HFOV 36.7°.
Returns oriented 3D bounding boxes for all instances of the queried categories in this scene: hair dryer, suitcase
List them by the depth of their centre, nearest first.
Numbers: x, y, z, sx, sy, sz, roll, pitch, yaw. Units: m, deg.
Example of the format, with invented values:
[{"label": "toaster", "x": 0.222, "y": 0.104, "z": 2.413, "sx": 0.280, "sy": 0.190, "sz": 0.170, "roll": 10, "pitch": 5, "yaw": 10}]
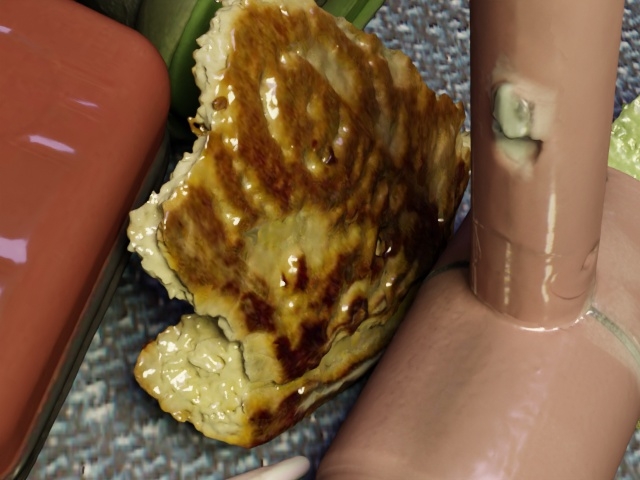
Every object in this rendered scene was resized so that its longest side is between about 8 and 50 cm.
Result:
[{"label": "hair dryer", "x": 0.077, "y": -0.005, "z": 0.397, "sx": 0.125, "sy": 0.352, "sz": 0.210, "roll": 18, "pitch": 54, "yaw": 26}, {"label": "suitcase", "x": -0.228, "y": -0.026, "z": 0.404, "sx": 0.297, "sy": 0.161, "sz": 0.236, "roll": 22, "pitch": 58, "yaw": -5}]

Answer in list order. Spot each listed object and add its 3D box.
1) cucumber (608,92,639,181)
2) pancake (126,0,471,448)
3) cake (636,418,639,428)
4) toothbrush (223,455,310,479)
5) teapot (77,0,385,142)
[{"label": "cucumber", "x": 0.290, "y": -0.019, "z": 0.595, "sx": 0.244, "sy": 0.063, "sz": 0.115, "roll": 35, "pitch": 100, "yaw": 20}, {"label": "pancake", "x": 0.000, "y": 0.000, "z": 0.494, "sx": 0.257, "sy": 0.056, "sz": 0.212, "roll": 19, "pitch": 81, "yaw": -48}, {"label": "cake", "x": 0.226, "y": 0.072, "z": 0.576, "sx": 0.140, "sy": 0.055, "sz": 0.051, "roll": -12, "pitch": 103, "yaw": -9}, {"label": "toothbrush", "x": -0.136, "y": 0.158, "z": 0.414, "sx": 0.307, "sy": 0.025, "sz": 0.029, "roll": -18, "pitch": 77, "yaw": -26}, {"label": "teapot", "x": -0.100, "y": -0.259, "z": 0.541, "sx": 0.270, "sy": 0.200, "sz": 0.337, "roll": -45, "pitch": 78, "yaw": 5}]
